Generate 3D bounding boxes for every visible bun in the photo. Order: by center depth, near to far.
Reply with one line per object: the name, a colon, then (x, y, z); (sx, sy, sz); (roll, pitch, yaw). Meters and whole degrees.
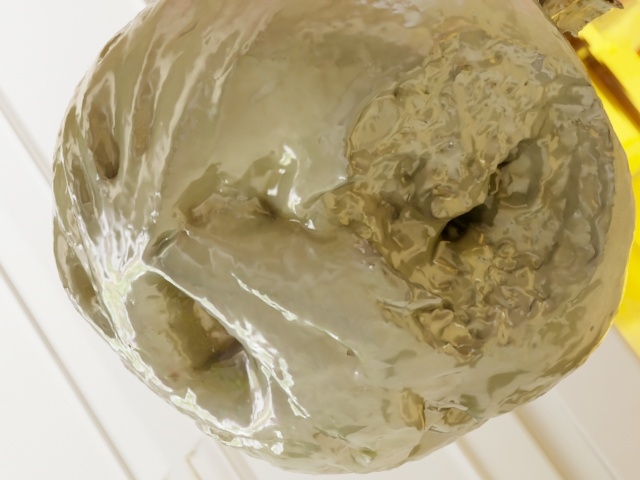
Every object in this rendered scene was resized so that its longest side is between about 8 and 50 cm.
bun: (0.000, 0.000, 0.387); (0.128, 0.178, 0.193); (-47, -164, -30)

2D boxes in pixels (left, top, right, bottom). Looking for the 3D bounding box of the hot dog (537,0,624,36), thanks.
hot dog: (0.182, -0.186, 0.626); (0.269, 0.072, 0.109); (-37, 169, 23)
